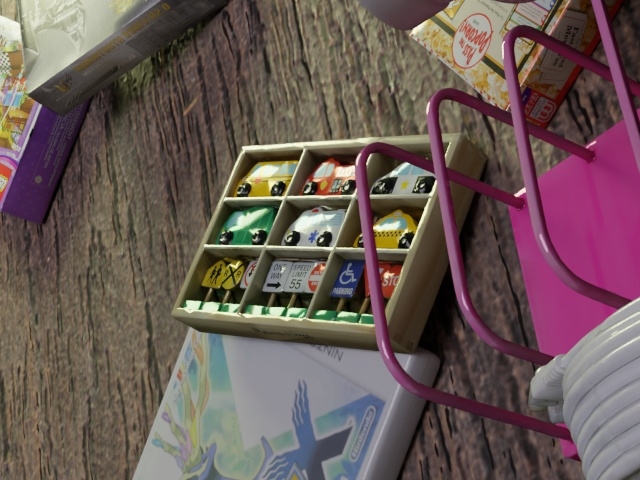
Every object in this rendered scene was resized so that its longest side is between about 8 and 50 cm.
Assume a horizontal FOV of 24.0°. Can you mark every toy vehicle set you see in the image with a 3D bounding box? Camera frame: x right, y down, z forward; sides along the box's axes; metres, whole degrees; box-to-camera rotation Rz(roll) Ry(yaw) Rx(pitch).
[{"bbox_3d":[0.000,0.000,1.197,0.267,0.035,0.166,1,64,49],"label":"toy vehicle set"}]

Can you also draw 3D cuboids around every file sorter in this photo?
[{"bbox_3d":[0.181,-0.030,0.890,0.291,0.182,0.202,-37,48,38],"label":"file sorter"}]

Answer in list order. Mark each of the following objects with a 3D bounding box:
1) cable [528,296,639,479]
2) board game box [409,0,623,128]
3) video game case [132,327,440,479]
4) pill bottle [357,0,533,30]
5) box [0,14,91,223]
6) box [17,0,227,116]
[{"bbox_3d":[0.242,0.072,0.702,0.257,0.257,0.089,103,164,-67],"label":"cable"},{"bbox_3d":[0.160,-0.199,1.105,0.193,0.045,0.147,-59,38,16],"label":"board game box"},{"bbox_3d":[-0.058,0.198,1.226,0.300,0.036,0.329,25,95,54],"label":"video game case"},{"bbox_3d":[0.143,-0.255,0.832,0.323,0.181,0.181,-32,51,26],"label":"pill bottle"},{"bbox_3d":[-0.369,-0.155,1.765,0.293,0.057,0.200,28,96,53],"label":"box"},{"bbox_3d":[-0.213,-0.262,1.563,0.231,0.056,0.183,-30,51,24],"label":"box"}]
